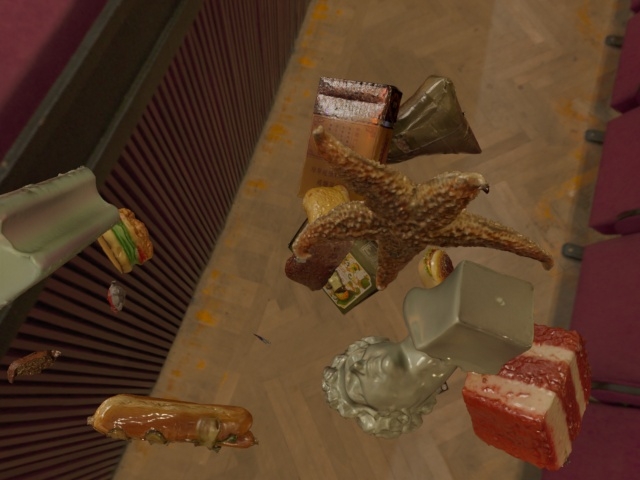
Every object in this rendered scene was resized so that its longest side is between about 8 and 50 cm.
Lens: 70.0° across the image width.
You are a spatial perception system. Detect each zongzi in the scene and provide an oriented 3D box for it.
[{"bbox_3d":[0.385,-0.345,1.669,0.356,0.393,0.174,-39,39,9],"label":"zongzi"}]

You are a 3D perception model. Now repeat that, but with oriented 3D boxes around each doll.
[{"bbox_3d":[-0.750,0.213,1.679,0.062,0.195,0.104,11,62,-23],"label":"doll"}]

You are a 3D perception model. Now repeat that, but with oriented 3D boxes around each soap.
[{"bbox_3d":[-0.580,-0.006,0.921,0.261,0.446,0.156,-33,107,7],"label":"soap"}]

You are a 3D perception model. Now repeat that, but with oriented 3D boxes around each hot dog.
[{"bbox_3d":[-0.229,0.294,0.732,0.270,0.109,0.072,11,62,-11],"label":"hot dog"}]

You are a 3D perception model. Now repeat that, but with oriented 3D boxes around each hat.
[{"bbox_3d":[0.048,0.147,1.568,0.059,0.077,0.076,-20,110,6],"label":"hat"}]

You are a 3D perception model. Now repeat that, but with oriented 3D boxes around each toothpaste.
[{"bbox_3d":[-0.219,0.368,1.709,0.083,0.024,0.015,43,66,-32],"label":"toothpaste"}]

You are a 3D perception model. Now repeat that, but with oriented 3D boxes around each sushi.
[{"bbox_3d":[-0.738,0.318,1.180,0.055,0.052,0.120,29,28,29],"label":"sushi"}]

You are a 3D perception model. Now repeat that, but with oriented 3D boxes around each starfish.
[{"bbox_3d":[0.090,-0.008,0.462,0.295,0.231,0.047,19,58,-22],"label":"starfish"}]

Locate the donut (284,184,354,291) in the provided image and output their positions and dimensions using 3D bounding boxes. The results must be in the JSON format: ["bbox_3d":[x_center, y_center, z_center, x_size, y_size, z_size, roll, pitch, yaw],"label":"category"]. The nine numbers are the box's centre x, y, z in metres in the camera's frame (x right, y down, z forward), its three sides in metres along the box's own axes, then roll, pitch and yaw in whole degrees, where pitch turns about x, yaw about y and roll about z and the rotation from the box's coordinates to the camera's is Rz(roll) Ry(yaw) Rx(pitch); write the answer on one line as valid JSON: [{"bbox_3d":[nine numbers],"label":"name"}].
[{"bbox_3d":[0.000,0.000,1.147,0.113,0.151,0.294,10,98,-27],"label":"donut"}]

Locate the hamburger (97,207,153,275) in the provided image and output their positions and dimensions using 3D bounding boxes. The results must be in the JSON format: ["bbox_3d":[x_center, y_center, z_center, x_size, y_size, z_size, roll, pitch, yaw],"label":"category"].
[{"bbox_3d":[-0.670,-0.010,1.566,0.149,0.237,0.237,-34,77,-26],"label":"hamburger"}]

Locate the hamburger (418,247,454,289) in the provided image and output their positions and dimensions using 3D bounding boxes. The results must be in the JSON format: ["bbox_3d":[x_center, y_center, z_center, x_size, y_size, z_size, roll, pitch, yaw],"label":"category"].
[{"bbox_3d":[0.349,0.088,1.362,0.127,0.082,0.141,-34,96,-50],"label":"hamburger"}]

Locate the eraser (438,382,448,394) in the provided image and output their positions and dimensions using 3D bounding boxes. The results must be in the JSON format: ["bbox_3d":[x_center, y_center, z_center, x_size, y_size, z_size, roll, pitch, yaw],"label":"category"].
[{"bbox_3d":[0.409,0.478,1.617,0.052,0.029,0.122,-16,85,-24],"label":"eraser"}]

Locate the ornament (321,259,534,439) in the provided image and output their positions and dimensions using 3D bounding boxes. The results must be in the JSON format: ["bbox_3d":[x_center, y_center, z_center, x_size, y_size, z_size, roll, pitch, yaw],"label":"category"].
[{"bbox_3d":[0.119,0.126,0.510,0.130,0.285,0.120,33,40,-10],"label":"ornament"}]

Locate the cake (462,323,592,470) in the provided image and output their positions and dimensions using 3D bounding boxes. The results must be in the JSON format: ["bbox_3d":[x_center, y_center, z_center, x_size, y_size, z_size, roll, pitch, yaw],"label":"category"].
[{"bbox_3d":[0.587,0.428,1.313,0.319,0.270,0.269,-46,124,-32],"label":"cake"}]

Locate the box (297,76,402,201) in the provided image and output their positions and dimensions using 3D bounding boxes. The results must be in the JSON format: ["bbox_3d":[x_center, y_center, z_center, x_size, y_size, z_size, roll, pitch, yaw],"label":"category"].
[{"bbox_3d":[0.092,-0.317,1.521,0.265,0.116,0.414,17,104,27],"label":"box"}]

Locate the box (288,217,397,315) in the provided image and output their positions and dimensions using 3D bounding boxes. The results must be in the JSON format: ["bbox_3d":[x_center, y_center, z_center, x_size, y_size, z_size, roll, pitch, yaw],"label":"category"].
[{"bbox_3d":[0.082,0.073,1.924,0.138,0.373,0.420,-34,81,-32],"label":"box"}]
